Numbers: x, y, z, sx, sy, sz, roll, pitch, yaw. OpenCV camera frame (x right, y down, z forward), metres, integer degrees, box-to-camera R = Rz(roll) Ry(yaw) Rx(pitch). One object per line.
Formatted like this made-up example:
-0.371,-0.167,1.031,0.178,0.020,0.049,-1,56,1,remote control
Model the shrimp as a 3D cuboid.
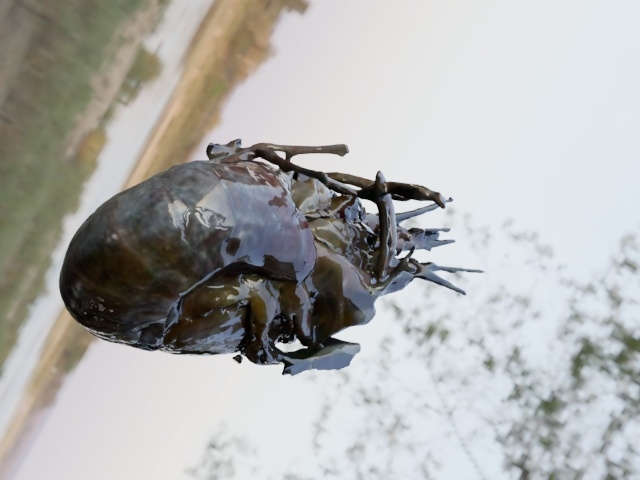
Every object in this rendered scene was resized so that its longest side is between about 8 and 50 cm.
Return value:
-0.006,0.000,0.826,0.343,0.116,0.145,-3,129,-47,shrimp
